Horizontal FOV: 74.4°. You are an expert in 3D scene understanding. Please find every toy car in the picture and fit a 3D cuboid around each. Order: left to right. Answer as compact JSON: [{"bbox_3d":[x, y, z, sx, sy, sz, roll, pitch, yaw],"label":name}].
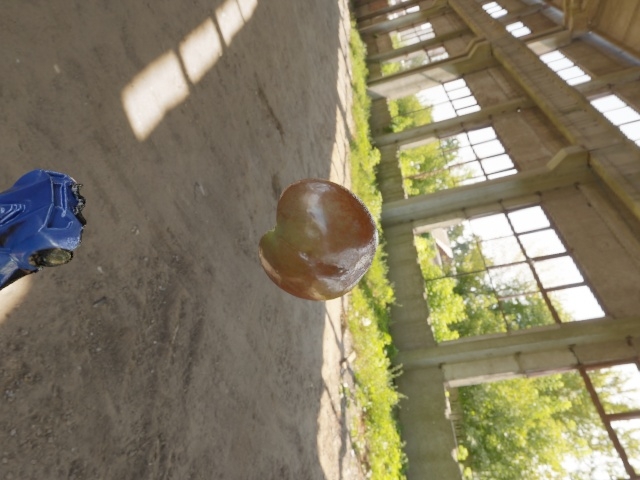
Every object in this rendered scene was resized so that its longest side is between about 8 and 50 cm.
[{"bbox_3d":[-0.332,0.004,0.420,0.103,0.216,0.063,67,7,29],"label":"toy car"}]

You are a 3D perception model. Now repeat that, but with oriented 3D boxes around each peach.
[{"bbox_3d":[0.000,0.000,0.892,0.252,0.253,0.252,-12,90,-76],"label":"peach"}]
